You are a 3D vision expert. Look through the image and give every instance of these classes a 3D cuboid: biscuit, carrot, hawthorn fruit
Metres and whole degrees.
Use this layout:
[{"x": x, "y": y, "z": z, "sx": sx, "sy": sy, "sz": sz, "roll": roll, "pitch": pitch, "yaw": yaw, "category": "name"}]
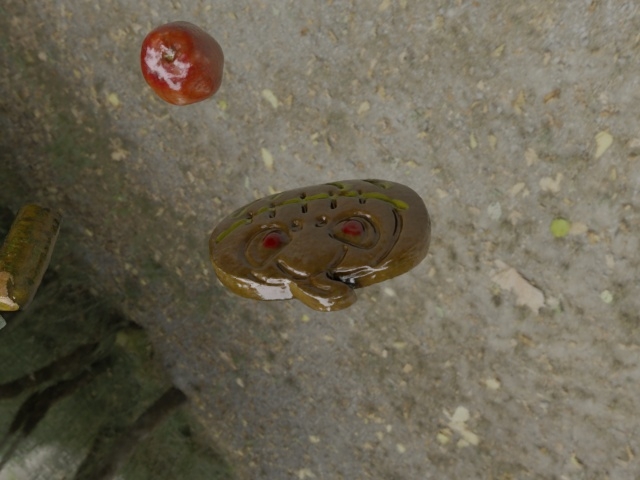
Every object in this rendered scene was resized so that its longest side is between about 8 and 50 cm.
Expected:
[{"x": -0.002, "y": -0.007, "z": 1.151, "sx": 0.395, "sy": 0.350, "sz": 0.070, "roll": -13, "pitch": 124, "yaw": -2, "category": "biscuit"}, {"x": -0.477, "y": 0.029, "z": 1.052, "sx": 0.082, "sy": 0.173, "sz": 0.082, "roll": 7, "pitch": 146, "yaw": 5, "category": "carrot"}, {"x": -0.220, "y": -0.276, "z": 1.030, "sx": 0.133, "sy": 0.138, "sz": 0.132, "roll": 1, "pitch": 92, "yaw": 13, "category": "hawthorn fruit"}]

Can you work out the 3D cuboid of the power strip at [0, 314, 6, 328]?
[{"x": -0.390, "y": 0.076, "z": 0.739, "sx": 0.017, "sy": 0.027, "sz": 0.083, "roll": 27, "pitch": 152, "yaw": 48, "category": "power strip"}]
